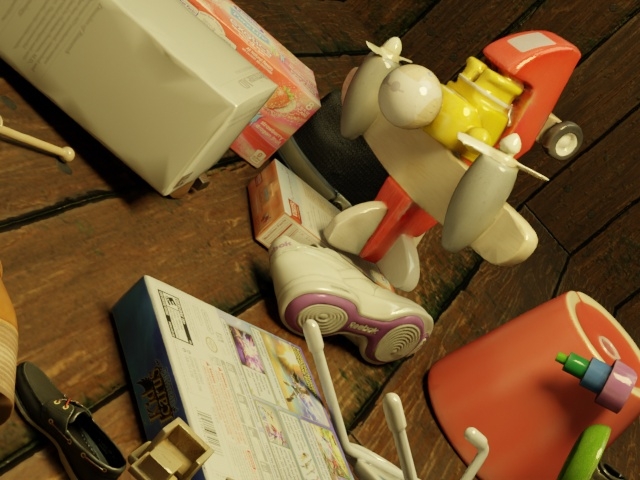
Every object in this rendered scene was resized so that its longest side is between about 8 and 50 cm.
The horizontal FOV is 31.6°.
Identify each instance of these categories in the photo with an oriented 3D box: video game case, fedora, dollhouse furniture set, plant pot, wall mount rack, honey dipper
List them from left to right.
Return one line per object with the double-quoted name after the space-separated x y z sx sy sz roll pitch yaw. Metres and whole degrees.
-0.327 -0.112 1.242 0.161 0.030 0.030 23 30 -57 "honey dipper"
-0.124 0.247 0.875 0.161 0.101 0.182 43 18 8 "dollhouse furniture set"
-0.078 0.185 1.141 0.244 0.061 0.269 29 26 -42 "video game case"
0.060 -0.142 1.957 0.334 0.152 0.334 42 19 -18 "fedora"
0.106 0.233 1.187 0.304 0.130 0.350 32 1 -28 "wall mount rack"
0.336 0.220 1.662 0.275 0.243 0.275 37 27 -23 "plant pot"

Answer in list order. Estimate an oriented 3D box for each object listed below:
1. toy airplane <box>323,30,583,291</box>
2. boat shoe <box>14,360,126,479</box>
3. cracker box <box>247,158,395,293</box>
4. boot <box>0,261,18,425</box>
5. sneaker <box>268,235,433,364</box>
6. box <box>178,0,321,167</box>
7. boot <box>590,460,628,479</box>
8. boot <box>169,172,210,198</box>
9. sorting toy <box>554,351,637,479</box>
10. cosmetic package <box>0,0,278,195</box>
0.147 -0.127 1.563 0.272 0.386 0.384 46 51 -42 "toy airplane"
-0.212 0.151 0.949 0.133 0.042 0.049 50 21 12 "boat shoe"
0.000 0.000 1.674 0.232 0.067 0.155 39 20 -27 "cracker box"
-0.341 0.004 0.847 0.283 0.109 0.220 34 24 -41 "boot"
0.047 0.074 1.552 0.305 0.114 0.152 28 28 -45 "sneaker"
-0.159 -0.276 1.744 0.300 0.154 0.142 37 21 -26 "box"
0.332 0.351 1.553 0.246 0.161 0.083 30 25 -43 "boot"
-0.198 -0.099 1.490 0.087 0.042 0.118 45 17 12 "boot"
0.278 0.288 1.438 0.126 0.365 0.127 27 -25 12 "sorting toy"
-0.261 -0.246 1.399 0.385 0.156 0.217 39 19 -2 "cosmetic package"
